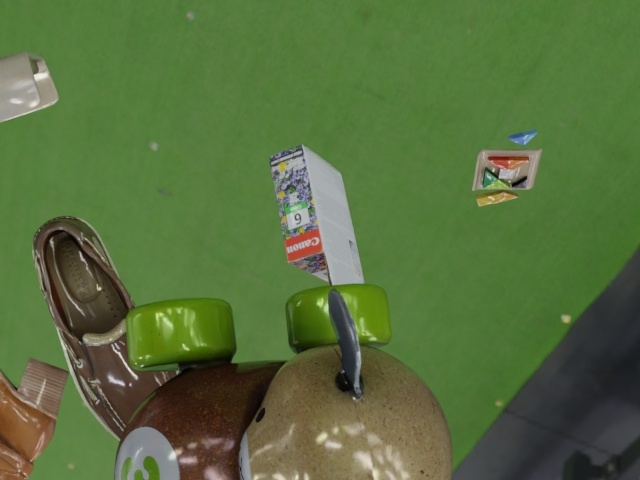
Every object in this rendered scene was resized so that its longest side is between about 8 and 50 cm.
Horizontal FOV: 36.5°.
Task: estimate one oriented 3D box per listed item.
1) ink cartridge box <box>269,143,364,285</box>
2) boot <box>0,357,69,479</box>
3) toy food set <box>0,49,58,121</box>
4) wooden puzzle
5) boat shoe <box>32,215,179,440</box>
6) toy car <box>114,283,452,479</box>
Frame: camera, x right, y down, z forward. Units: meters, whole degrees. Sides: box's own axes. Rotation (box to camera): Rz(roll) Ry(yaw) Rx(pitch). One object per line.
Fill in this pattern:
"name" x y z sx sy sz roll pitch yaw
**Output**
"ink cartridge box" 0.000 0.000 0.645 0.029 0.115 0.063 -19 158 21
"boot" -0.377 0.178 1.012 0.197 0.152 0.073 19 165 -1
"toy food set" -0.398 -0.127 1.044 0.220 0.306 0.092 -19 103 -9
"wooden puzzle" 0.209 -0.077 1.091 0.078 0.014 0.116 -7 143 5
"boat shoe" -0.206 0.097 0.929 0.257 0.095 0.095 60 170 -2
"toy car" -0.009 0.088 0.388 0.149 0.155 0.188 -5 168 -11
